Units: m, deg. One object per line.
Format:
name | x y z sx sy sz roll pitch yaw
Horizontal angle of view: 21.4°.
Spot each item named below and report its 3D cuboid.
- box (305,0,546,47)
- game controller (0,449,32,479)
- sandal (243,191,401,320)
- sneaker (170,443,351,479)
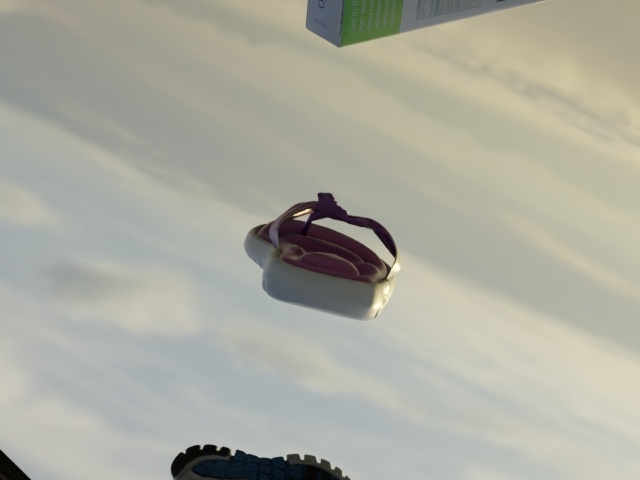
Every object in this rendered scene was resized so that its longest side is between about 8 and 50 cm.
box | 0.133 -0.317 1.542 0.322 0.232 0.058 -17 -145 -35
game controller | -0.295 0.180 1.340 0.166 0.067 0.319 7 142 50
sandal | 0.015 0.004 1.819 0.169 0.102 0.416 15 -173 -8
sneaker | -0.050 0.254 1.657 0.190 0.083 0.071 10 -135 15
